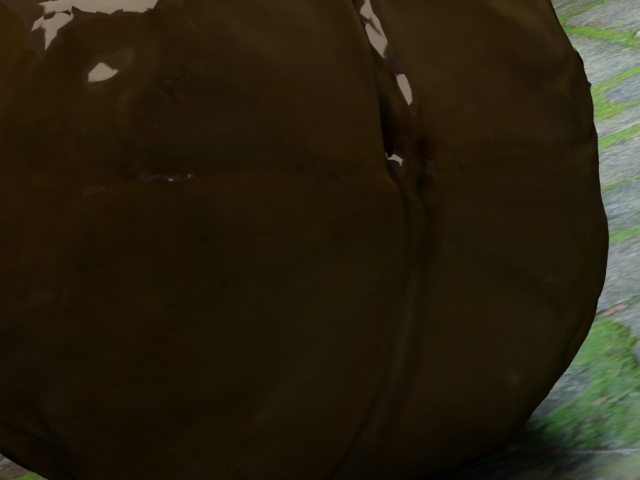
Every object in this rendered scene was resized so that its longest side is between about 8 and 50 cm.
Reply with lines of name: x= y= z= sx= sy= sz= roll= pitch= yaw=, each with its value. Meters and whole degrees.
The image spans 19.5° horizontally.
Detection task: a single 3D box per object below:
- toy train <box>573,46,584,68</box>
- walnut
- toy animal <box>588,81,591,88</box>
toy train: x=0.182 y=-0.131 z=1.719 sx=0.127 sy=0.089 sz=0.219 roll=-10 pitch=11 yaw=11
walnut: x=-0.049 y=-0.013 z=0.915 sx=0.354 sy=0.307 sz=0.398 roll=10 pitch=-2 yaw=-20
toy animal: x=0.046 y=-0.104 z=1.331 sx=0.267 sy=0.212 sz=0.212 roll=26 pitch=39 yaw=33
